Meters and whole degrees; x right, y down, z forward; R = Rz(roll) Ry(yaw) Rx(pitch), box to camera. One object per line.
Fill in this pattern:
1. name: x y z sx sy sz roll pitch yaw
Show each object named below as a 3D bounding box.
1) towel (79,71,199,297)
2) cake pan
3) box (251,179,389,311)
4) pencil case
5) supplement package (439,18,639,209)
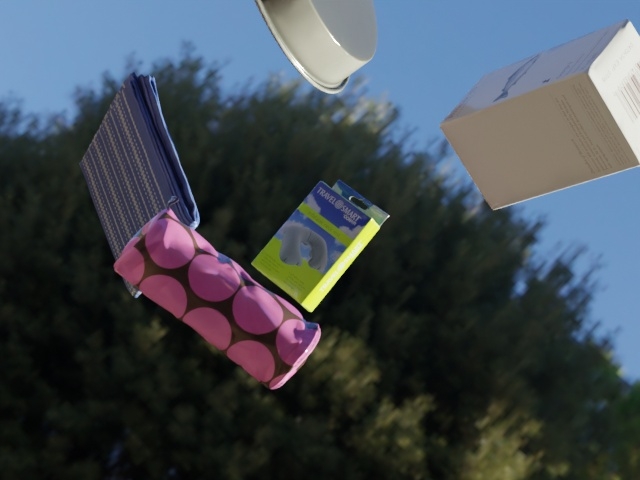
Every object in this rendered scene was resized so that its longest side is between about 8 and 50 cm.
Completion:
1. towel: -0.265 -0.075 2.211 0.243 0.040 0.336 69 -26 11
2. cake pan: -0.013 -0.316 1.751 0.054 0.293 0.293 -19 -69 21
3. box: 0.000 0.000 2.146 0.109 0.178 0.042 37 -5 29
4. pencil case: -0.098 0.056 1.497 0.209 0.095 0.098 40 0 0
5. supplement package: 0.223 -0.116 1.420 0.179 0.105 0.105 -18 -67 45
